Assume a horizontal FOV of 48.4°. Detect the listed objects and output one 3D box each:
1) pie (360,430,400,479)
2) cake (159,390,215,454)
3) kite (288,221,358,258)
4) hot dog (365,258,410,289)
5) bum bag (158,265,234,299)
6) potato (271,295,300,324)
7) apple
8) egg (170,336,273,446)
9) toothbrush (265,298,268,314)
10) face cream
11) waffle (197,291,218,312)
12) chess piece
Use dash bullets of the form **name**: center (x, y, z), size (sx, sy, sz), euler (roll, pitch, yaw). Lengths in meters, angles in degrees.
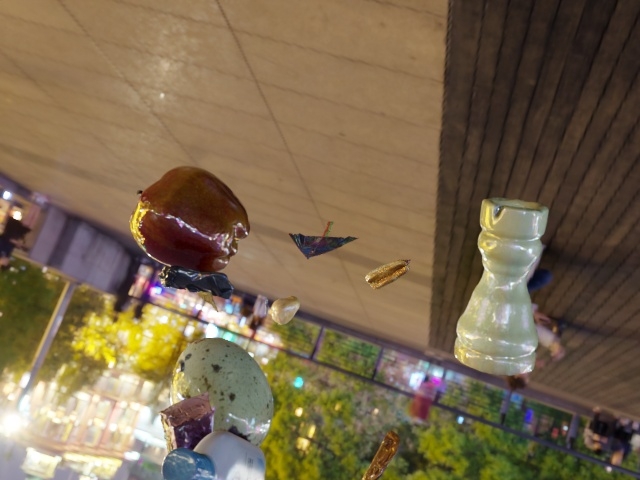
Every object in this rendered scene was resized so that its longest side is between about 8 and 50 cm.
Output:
- **pie**: center (0.165, 0.597, 1.912), size (0.033, 0.191, 0.088), euler (41, 156, -9)
- **cake**: center (-0.306, 0.492, 1.587), size (0.112, 0.296, 0.116), euler (2, -170, -23)
- **kite**: center (0.000, 0.000, 1.676), size (0.189, 0.010, 0.159), euler (3, 146, -29)
- **hot dog**: center (0.169, 0.079, 1.754), size (0.133, 0.041, 0.056), euler (-29, 112, 30)
- **bum bag**: center (-0.321, 0.108, 1.825), size (0.197, 0.049, 0.087), euler (10, 131, 0)
- **potato**: center (-0.093, 0.182, 1.886), size (0.068, 0.083, 0.062), euler (59, 175, 19)
- **apple**: center (-0.361, -0.059, 1.976), size (0.316, 0.288, 0.288), euler (31, 168, -3)
- **egg**: center (-0.291, 0.452, 2.059), size (0.379, 0.287, 0.287), euler (54, -174, 28)
- **toothbrush**: center (-0.170, 0.211, 2.242), size (0.011, 0.013, 0.131), euler (15, -168, -8)
- **face cream**: center (-0.182, 0.414, 1.238), size (0.080, 0.163, 0.337), euler (12, 159, 17)
- **waffle**: center (-0.435, 0.175, 2.456), size (0.125, 0.191, 0.032), euler (-16, -178, 8)
- **chess piece**: center (0.487, 0.113, 1.897), size (0.233, 0.443, 0.234), euler (4, -169, -1)
